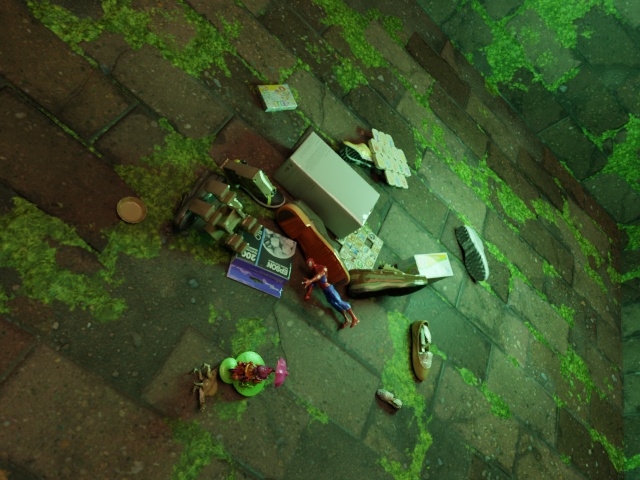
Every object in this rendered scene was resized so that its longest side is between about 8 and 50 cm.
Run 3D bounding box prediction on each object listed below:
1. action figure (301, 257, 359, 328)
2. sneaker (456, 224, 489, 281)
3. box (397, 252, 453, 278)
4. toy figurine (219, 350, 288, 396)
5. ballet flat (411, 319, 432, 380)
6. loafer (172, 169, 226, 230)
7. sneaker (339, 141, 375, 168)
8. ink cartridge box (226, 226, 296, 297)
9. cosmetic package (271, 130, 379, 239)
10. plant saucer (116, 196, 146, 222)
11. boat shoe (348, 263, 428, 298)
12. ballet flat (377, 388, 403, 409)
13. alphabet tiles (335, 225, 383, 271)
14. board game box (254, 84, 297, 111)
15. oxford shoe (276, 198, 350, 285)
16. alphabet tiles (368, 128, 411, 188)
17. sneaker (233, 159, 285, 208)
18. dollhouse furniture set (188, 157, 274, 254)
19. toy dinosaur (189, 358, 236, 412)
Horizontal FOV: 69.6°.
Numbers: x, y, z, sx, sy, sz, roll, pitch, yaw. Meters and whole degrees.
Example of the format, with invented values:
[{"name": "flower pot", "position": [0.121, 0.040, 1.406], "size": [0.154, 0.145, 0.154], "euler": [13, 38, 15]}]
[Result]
[{"name": "action figure", "position": [0.007, 0.197, 1.592], "size": [0.139, 0.091, 0.281], "euler": [-32, 94, -34]}, {"name": "sneaker", "position": [0.750, 0.056, 2.196], "size": [0.115, 0.105, 0.282], "euler": [1, 68, -36]}, {"name": "box", "position": [0.439, 0.121, 1.931], "size": [0.203, 0.114, 0.103], "euler": [-2, 71, -36]}, {"name": "toy figurine", "position": [-0.173, 0.371, 1.311], "size": [0.173, 0.159, 0.130], "euler": [26, 57, -40]}, {"name": "ballet flat", "position": [0.397, 0.420, 1.788], "size": [0.080, 0.073, 0.233], "euler": [13, 62, -31]}, {"name": "loafer", "position": [-0.398, -0.132, 1.463], "size": [0.084, 0.096, 0.268], "euler": [29, 45, 1]}, {"name": "sneaker", "position": [0.157, -0.385, 1.987], "size": [0.208, 0.081, 0.094], "euler": [21, 57, -41]}, {"name": "ink cartridge box", "position": [-0.192, 0.060, 1.542], "size": [0.206, 0.045, 0.209], "euler": [25, 58, -25]}, {"name": "cosmetic package", "position": [0.026, -0.205, 1.748], "size": [0.365, 0.155, 0.197], "euler": [44, 50, -11]}, {"name": "plant saucer", "position": [-0.558, -0.088, 1.359], "size": [0.083, 0.015, 0.084], "euler": [16, 60, -30]}, {"name": "boat shoe", "position": [0.253, 0.144, 1.745], "size": [0.323, 0.123, 0.120], "euler": [-1, 65, -21]}, {"name": "ballet flat", "position": [0.253, 0.563, 1.638], "size": [0.114, 0.041, 0.041], "euler": [39, 51, -15]}, {"name": "alphabet tiles", "position": [0.145, 0.029, 1.827], "size": [0.198, 0.009, 0.237], "euler": [40, 51, -15]}, {"name": "board game box", "position": [-0.178, -0.577, 1.859], "size": [0.154, 0.026, 0.104], "euler": [-20, 82, -40]}, {"name": "oxford shoe", "position": [0.000, 0.000, 1.661], "size": [0.364, 0.129, 0.133], "euler": [54, 38, -8]}, {"name": "alphabet tiles", "position": [0.318, -0.373, 2.091], "size": [0.284, 0.021, 0.278], "euler": [4, 66, -50]}, {"name": "sneaker", "position": [-0.214, -0.197, 1.609], "size": [0.234, 0.097, 0.084], "euler": [32, 54, -20]}, {"name": "dollhouse furniture set", "position": [-0.289, -0.120, 1.451], "size": [0.242, 0.160, 0.212], "euler": [-56, 142, -17]}, {"name": "toy dinosaur", "position": [-0.318, 0.391, 1.303], "size": [0.093, 0.053, 0.183], "euler": [53, 42, -27]}]
